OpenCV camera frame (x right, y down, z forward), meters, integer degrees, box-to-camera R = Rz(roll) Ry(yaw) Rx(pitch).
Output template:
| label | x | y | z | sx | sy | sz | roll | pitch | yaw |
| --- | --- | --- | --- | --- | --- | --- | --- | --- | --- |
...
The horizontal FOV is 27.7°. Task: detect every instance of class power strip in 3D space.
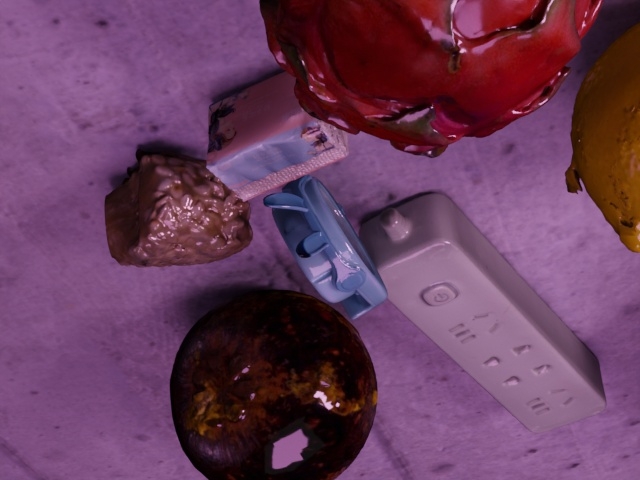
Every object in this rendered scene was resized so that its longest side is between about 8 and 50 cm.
| label | x | y | z | sx | sy | sz | roll | pitch | yaw |
| --- | --- | --- | --- | --- | --- | --- | --- | --- | --- |
| power strip | 0.153 | 0.074 | 1.189 | 0.091 | 0.062 | 0.385 | -24 | 140 | 22 |

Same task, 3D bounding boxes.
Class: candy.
| label | x | y | z | sx | sy | sz | roll | pitch | yaw |
| --- | --- | --- | --- | --- | --- | --- | --- | --- | --- |
| candy | -0.113 | -0.021 | 1.031 | 0.110 | 0.085 | 0.095 | 9 | 152 | -35 |

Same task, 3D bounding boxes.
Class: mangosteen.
| label | x | y | z | sx | sy | sz | roll | pitch | yaw |
| --- | --- | --- | --- | --- | --- | --- | --- | --- | --- |
| mangosteen | -0.028 | 0.139 | 1.181 | 0.192 | 0.192 | 0.217 | -24 | 163 | 27 |

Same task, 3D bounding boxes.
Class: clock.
| label | x | y | z | sx | sy | sz | roll | pitch | yaw |
| --- | --- | --- | --- | --- | --- | --- | --- | --- | --- |
| clock | 0.001 | -0.001 | 1.007 | 0.045 | 0.108 | 0.147 | -33 | 160 | 6 |

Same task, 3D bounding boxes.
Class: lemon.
| label | x | y | z | sx | sy | sz | roll | pitch | yaw |
| --- | --- | --- | --- | --- | --- | --- | --- | --- | --- |
| lemon | 0.267 | -0.082 | 0.891 | 0.206 | 0.173 | 0.173 | -46 | 131 | 13 |

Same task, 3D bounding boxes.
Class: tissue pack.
| label | x | y | z | sx | sy | sz | roll | pitch | yaw |
| --- | --- | --- | --- | --- | --- | --- | --- | --- | --- |
| tissue pack | -0.031 | -0.081 | 0.951 | 0.094 | 0.074 | 0.059 | -23 | 137 | 21 |

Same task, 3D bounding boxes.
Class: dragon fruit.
| label | x | y | z | sx | sy | sz | roll | pitch | yaw |
| --- | --- | --- | --- | --- | --- | --- | --- | --- | --- |
| dragon fruit | 0.078 | -0.162 | 0.752 | 0.192 | 0.193 | 0.274 | 23 | 127 | -22 |
